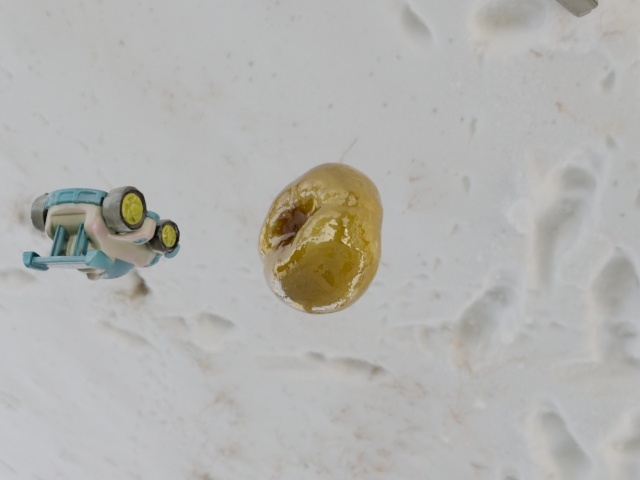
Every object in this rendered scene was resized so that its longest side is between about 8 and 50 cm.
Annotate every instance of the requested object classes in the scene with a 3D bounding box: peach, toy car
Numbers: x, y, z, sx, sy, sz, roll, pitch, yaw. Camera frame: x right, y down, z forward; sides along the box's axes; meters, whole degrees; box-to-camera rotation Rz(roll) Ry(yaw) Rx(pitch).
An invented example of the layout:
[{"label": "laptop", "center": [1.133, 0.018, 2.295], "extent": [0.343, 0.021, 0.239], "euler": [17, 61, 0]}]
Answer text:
[{"label": "peach", "center": [0.000, 0.000, 0.944], "extent": [0.103, 0.179, 0.179], "euler": [27, 147, -33]}, {"label": "toy car", "center": [-0.233, 0.010, 0.907], "extent": [0.126, 0.098, 0.161], "euler": [0, 155, 25]}]

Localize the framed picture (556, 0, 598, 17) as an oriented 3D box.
[{"label": "framed picture", "center": [0.049, -0.253, 0.366], "extent": [0.016, 0.213, 0.289], "euler": [-19, 81, 30]}]
